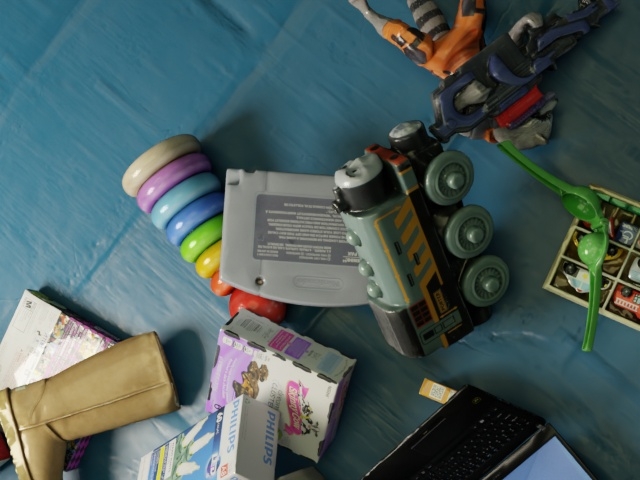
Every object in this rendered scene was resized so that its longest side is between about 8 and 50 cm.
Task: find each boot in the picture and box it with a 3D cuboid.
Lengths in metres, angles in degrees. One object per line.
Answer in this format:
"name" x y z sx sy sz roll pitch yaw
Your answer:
"boot" -0.350 0.295 1.835 0.269 0.089 0.236 -18 100 -6

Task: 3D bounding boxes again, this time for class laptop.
"laptop" 0.230 0.353 1.612 0.234 0.264 0.136 -46 37 23

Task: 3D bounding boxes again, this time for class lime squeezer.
"lime squeezer" 0.353 -0.009 1.610 0.059 0.110 0.310 -30 79 53

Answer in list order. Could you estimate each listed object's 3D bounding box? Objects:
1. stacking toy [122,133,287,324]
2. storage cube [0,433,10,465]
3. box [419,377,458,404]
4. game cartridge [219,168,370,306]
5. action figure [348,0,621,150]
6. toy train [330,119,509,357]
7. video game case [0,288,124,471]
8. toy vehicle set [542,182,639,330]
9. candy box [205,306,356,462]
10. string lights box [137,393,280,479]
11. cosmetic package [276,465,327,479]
"stacking toy" -0.161 0.000 1.810 0.141 0.141 0.330 -39 81 12
"storage cube" -0.656 0.329 1.890 0.215 0.183 0.193 -39 74 31
"box" 0.214 0.238 1.681 0.136 0.081 0.028 22 84 19
"game cartridge" 0.000 0.000 1.737 0.294 0.060 0.196 5 81 -4
"action figure" 0.252 -0.282 1.702 0.341 0.178 0.330 -29 84 -11
"toy train" 0.136 0.004 1.620 0.190 0.142 0.334 -32 119 -15
"video game case" -0.444 0.228 1.923 0.210 0.042 0.232 26 94 19
"toy vehicle set" 0.469 0.046 1.637 0.267 0.035 0.166 24 93 19
"candy box" -0.061 0.215 1.737 0.196 0.070 0.165 23 124 15
"string lights box" -0.171 0.344 1.727 0.259 0.076 0.133 -36 36 36
"cosmetic package" -0.100 0.485 1.728 0.309 0.160 0.113 -46 74 9
